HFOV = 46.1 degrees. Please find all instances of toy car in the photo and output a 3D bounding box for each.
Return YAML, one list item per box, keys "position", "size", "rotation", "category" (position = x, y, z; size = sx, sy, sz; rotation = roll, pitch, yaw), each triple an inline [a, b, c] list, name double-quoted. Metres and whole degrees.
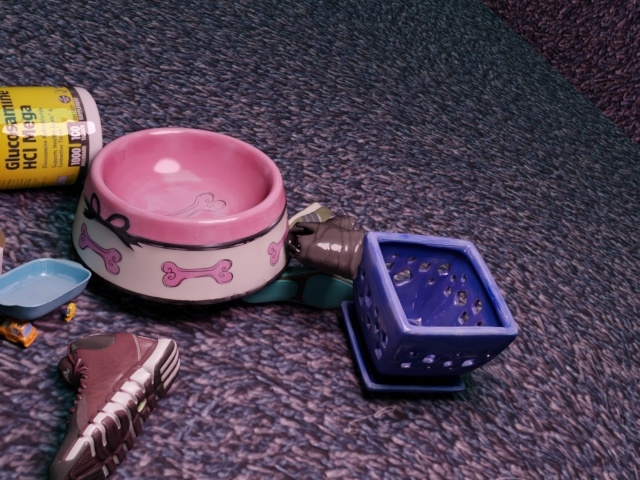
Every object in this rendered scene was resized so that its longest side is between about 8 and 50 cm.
- position: [-0.452, 0.120, 1.198]
  size: [0.060, 0.040, 0.122]
  rotation: [35, 40, 14]
  category: "toy car"

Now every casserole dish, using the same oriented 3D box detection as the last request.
- position: [-0.455, 0.079, 1.211]
  size: [0.114, 0.037, 0.188]
  rotation: [16, 23, 14]
  category: "casserole dish"

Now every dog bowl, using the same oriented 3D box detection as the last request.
- position: [-0.243, -0.066, 1.371]
  size: [0.408, 0.150, 0.408]
  rotation: [7, 33, -5]
  category: "dog bowl"

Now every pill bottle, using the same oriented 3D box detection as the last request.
- position: [-0.585, -0.184, 1.363]
  size: [0.334, 0.188, 0.188]
  rotation: [-9, 49, -33]
  category: "pill bottle"

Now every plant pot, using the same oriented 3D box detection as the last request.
- position: [0.175, 0.143, 1.350]
  size: [0.236, 0.212, 0.236]
  rotation: [5, 41, -23]
  category: "plant pot"

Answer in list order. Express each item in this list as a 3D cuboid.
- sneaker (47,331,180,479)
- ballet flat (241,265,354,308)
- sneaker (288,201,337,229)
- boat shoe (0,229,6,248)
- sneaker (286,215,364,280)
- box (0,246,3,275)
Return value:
- position: [-0.340, 0.237, 1.096]
  size: [0.162, 0.106, 0.281]
  rotation: [15, 38, 17]
  category: "sneaker"
- position: [-0.044, 0.075, 1.426]
  size: [0.247, 0.083, 0.087]
  rotation: [4, 34, -24]
  category: "ballet flat"
- position: [-0.017, -0.017, 1.554]
  size: [0.086, 0.064, 0.192]
  rotation: [29, 35, 15]
  category: "sneaker"
- position: [-0.617, -0.028, 1.272]
  size: [0.178, 0.060, 0.064]
  rotation: [34, 35, -8]
  category: "boat shoe"
- position: [0.000, 0.000, 1.384]
  size: [0.130, 0.109, 0.286]
  rotation: [10, 2, -6]
  category: "sneaker"
- position: [-0.571, 0.051, 1.180]
  size: [0.101, 0.087, 0.102]
  rotation: [23, 38, -1]
  category: "box"
